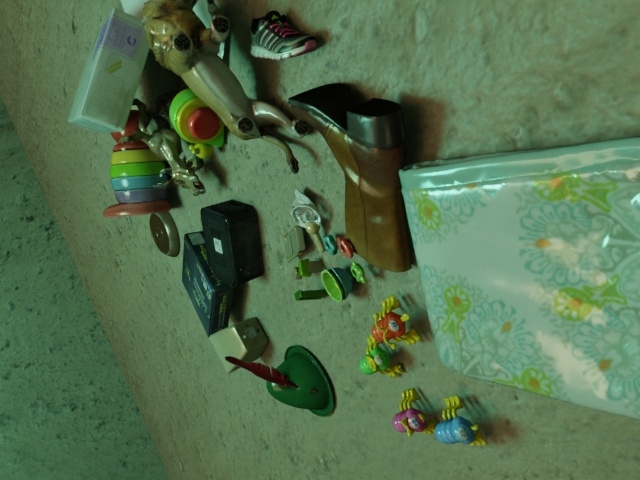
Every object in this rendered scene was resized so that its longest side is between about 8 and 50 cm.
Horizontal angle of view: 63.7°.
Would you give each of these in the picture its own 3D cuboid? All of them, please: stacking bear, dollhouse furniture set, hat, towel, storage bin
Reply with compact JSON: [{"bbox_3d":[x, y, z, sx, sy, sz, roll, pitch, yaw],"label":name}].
[{"bbox_3d":[-0.515,-0.219,1.442,0.164,0.175,0.289,0,99,37],"label":"stacking bear"},{"bbox_3d":[-0.030,0.045,1.068,0.076,0.058,0.152,139,125,-59],"label":"dollhouse furniture set"},{"bbox_3d":[-0.366,-0.203,1.316,0.114,0.081,0.091,-13,97,53],"label":"dollhouse furniture set"},{"bbox_3d":[-0.101,0.347,1.169,0.209,0.183,0.173,51,140,22],"label":"hat"},{"bbox_3d":[0.272,0.045,0.639,0.374,0.090,0.321,3,108,51],"label":"towel"},{"bbox_3d":[-0.209,0.005,1.221,0.122,0.084,0.180,19,122,46],"label":"storage bin"}]

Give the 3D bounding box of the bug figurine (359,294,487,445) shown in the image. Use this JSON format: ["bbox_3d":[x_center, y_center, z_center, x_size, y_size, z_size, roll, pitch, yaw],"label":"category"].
[{"bbox_3d":[0.149,0.245,0.880,0.279,0.072,0.216,57,151,14],"label":"bug figurine"}]

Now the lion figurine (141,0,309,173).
[{"bbox_3d":[-0.186,-0.291,0.968,0.392,0.142,0.240,58,165,-21],"label":"lion figurine"}]

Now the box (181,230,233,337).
[{"bbox_3d":[-0.310,0.117,1.390,0.233,0.059,0.184,53,143,37],"label":"box"}]

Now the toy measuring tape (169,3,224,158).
[{"bbox_3d":[-0.264,-0.324,1.097,0.121,0.121,0.330,38,134,34],"label":"toy measuring tape"}]

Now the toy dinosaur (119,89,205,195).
[{"bbox_3d":[-0.379,-0.235,1.254,0.200,0.127,0.296,69,-179,-48],"label":"toy dinosaur"}]

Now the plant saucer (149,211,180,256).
[{"bbox_3d":[-0.489,-0.024,1.602,0.168,0.029,0.169,25,124,42],"label":"plant saucer"}]

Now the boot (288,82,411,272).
[{"bbox_3d":[0.053,-0.109,0.870,0.264,0.096,0.281,26,138,41],"label":"boot"}]

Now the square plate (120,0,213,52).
[{"bbox_3d":[-0.383,-0.599,1.128,0.347,0.049,0.344,13,127,46],"label":"square plate"}]

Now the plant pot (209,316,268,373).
[{"bbox_3d":[-0.199,0.258,1.321,0.096,0.109,0.109,-41,74,41],"label":"plant pot"}]

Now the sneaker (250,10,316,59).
[{"bbox_3d":[-0.072,-0.356,0.891,0.170,0.063,0.075,26,133,48],"label":"sneaker"}]

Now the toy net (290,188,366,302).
[{"bbox_3d":[0.000,0.000,0.967,0.232,0.045,0.122,58,160,12],"label":"toy net"}]

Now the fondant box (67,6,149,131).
[{"bbox_3d":[-0.497,-0.380,1.207,0.330,0.096,0.239,18,91,58],"label":"fondant box"}]
